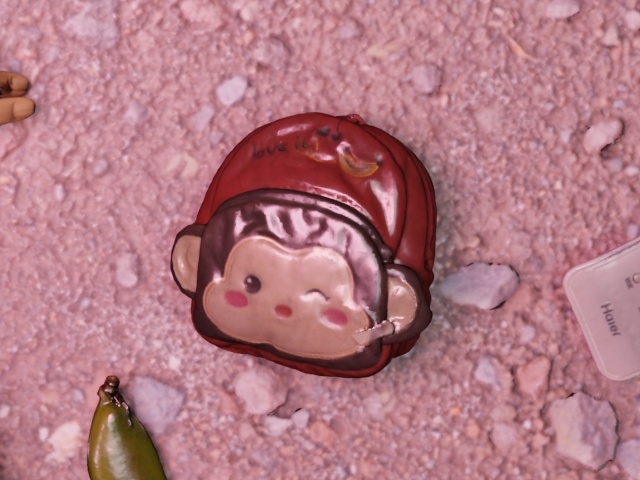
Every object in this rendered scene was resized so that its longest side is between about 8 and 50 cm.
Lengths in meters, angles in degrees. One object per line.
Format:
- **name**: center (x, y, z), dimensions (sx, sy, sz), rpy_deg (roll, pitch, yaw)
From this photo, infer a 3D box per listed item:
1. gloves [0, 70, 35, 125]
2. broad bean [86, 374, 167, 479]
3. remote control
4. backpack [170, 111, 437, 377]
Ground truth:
- **gloves**: center (-0.332, -0.137, 1.462), dimensions (0.203, 0.124, 0.164), rpy_deg (11, 110, 2)
- **broad bean**: center (-0.154, 0.215, 1.520), dimensions (0.070, 0.048, 0.213), rpy_deg (-14, 97, -5)
- **remote control**: center (0.360, 0.008, 1.558), dimensions (0.313, 0.055, 0.109), rpy_deg (-26, 101, -8)
- **backpack**: center (-0.001, 0.000, 1.485), dimensions (0.229, 0.139, 0.229), rpy_deg (1, 92, 14)
